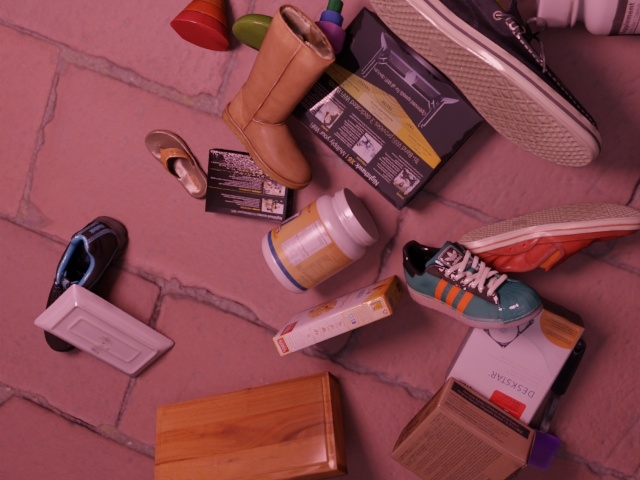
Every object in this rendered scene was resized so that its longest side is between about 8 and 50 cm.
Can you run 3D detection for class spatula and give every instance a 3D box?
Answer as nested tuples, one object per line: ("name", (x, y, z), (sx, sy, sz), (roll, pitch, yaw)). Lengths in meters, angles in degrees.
("spatula", (0.463, 0.327, 1.419), (0.084, 0.030, 0.296), (19, 105, 11))

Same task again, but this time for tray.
("tray", (-0.466, 0.209, 1.545), (0.145, 0.030, 0.270), (-40, 123, 18))
("tray", (-0.156, 0.420, 1.506), (0.411, 0.076, 0.202), (-15, 58, 15))

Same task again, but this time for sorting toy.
("sorting toy", (-0.112, -0.437, 1.360), (0.366, 0.127, 0.126), (11, 80, 25))

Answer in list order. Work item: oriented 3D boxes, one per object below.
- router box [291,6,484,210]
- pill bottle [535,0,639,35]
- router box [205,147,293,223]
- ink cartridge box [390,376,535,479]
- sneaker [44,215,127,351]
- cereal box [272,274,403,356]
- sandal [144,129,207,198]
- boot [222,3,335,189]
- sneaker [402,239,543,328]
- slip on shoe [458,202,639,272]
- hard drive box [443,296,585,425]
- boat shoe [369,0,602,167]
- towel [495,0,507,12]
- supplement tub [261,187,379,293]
("router box", (0.124, -0.248, 1.363), (0.309, 0.081, 0.243), (43, 107, 2))
("pill bottle", (0.545, -0.439, 1.162), (0.361, 0.204, 0.204), (3, 101, 13))
("router box", (-0.146, -0.114, 1.472), (0.179, 0.046, 0.133), (9, 103, 12))
("ink cartridge box", (0.274, 0.401, 1.400), (0.193, 0.088, 0.234), (33, 135, 5))
("sneaker", (-0.547, 0.104, 1.561), (0.125, 0.139, 0.340), (26, 107, 6))
("cereal box", (0.038, 0.146, 1.413), (0.240, 0.173, 0.047), (-22, 95, 16))
("sandal", (-0.301, -0.161, 1.498), (0.072, 0.049, 0.180), (-39, 90, 17))
("boot", (-0.052, -0.248, 1.298), (0.236, 0.089, 0.269), (44, 135, 0))
("sneaker", (0.259, 0.072, 1.300), (0.302, 0.108, 0.121), (12, 133, 50))
("slip on shoe", (0.428, 0.003, 1.325), (0.331, 0.123, 0.101), (-15, 105, 21))
("hard drive box", (0.374, 0.216, 1.390), (0.181, 0.089, 0.232), (26, 106, 8))
("boat shoe", (0.300, -0.327, 1.222), (0.156, 0.187, 0.500), (-43, 80, -11))
("towel", (0.296, -0.406, 1.323), (0.102, 0.021, 0.237), (-35, 91, 18))
("supplement tub", (0.000, 0.000, 1.408), (0.200, 0.144, 0.144), (-33, 92, 16))
